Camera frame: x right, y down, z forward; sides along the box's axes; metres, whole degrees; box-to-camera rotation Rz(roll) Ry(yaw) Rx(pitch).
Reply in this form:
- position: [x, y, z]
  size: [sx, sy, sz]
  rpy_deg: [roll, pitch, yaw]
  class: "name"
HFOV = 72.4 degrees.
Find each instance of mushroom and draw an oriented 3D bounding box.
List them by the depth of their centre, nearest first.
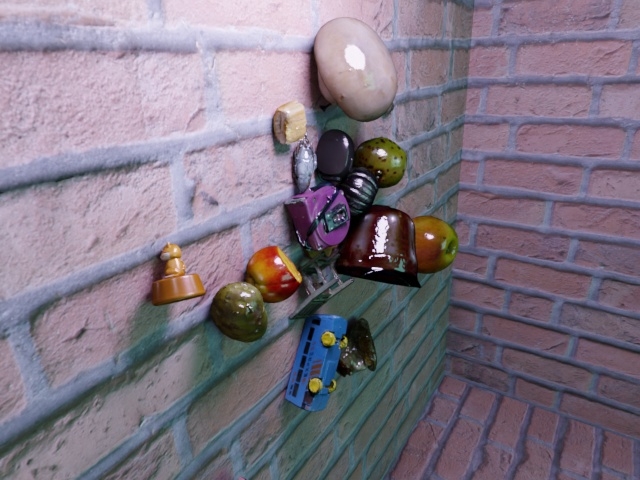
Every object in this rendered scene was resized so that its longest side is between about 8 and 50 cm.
- position: [0.097, -0.579, 1.530]
  size: [0.362, 0.294, 0.363]
  rpy_deg: [33, 46, -42]
  class: "mushroom"

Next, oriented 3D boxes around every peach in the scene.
- position: [-0.143, 0.109, 1.414]
  size: [0.192, 0.190, 0.190]
  rpy_deg: [-21, 119, -33]
  class: "peach"

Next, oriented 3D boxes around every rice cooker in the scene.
- position: [0.057, -0.311, 1.637]
  size: [0.118, 0.142, 0.203]
  rpy_deg: [-26, 126, -66]
  class: "rice cooker"

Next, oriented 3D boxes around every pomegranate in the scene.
- position: [0.245, -0.345, 1.901]
  size: [0.286, 0.230, 0.231]
  rpy_deg: [-117, -157, -66]
  class: "pomegranate"

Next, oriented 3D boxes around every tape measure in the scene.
- position: [-0.001, -0.082, 1.592]
  size: [0.245, 0.149, 0.232]
  rpy_deg: [-41, 120, -40]
  class: "tape measure"

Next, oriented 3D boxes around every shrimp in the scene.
- position: [-0.053, -0.286, 1.534]
  size: [0.090, 0.079, 0.233]
  rpy_deg: [2, 95, -20]
  class: "shrimp"

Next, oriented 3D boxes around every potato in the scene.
- position: [-0.245, 0.230, 1.326]
  size: [0.141, 0.176, 0.298]
  rpy_deg: [-46, 160, -32]
  class: "potato"

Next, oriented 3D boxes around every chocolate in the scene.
- position: [0.262, 0.015, 1.870]
  size: [0.383, 0.383, 0.332]
  rpy_deg: [16, 85, -58]
  class: "chocolate"

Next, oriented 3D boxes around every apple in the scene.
- position: [0.612, 0.026, 2.486]
  size: [0.339, 0.339, 0.340]
  rpy_deg: [-26, 122, -52]
  class: "apple"

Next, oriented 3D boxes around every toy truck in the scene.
- position: [-0.010, 0.486, 1.778]
  size: [0.161, 0.162, 0.385]
  rpy_deg: [29, 74, -57]
  class: "toy truck"

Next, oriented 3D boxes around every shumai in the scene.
- position: [0.157, 0.512, 2.113]
  size: [0.272, 0.203, 0.222]
  rpy_deg: [-95, 177, -56]
  class: "shumai"

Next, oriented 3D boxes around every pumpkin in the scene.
- position: [0.137, -0.190, 1.747]
  size: [0.221, 0.161, 0.220]
  rpy_deg: [-61, -170, 18]
  class: "pumpkin"

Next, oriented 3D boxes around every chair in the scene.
- position: [-0.024, 0.174, 1.706]
  size: [0.270, 0.147, 0.136]
  rpy_deg: [-40, 155, 24]
  class: "chair"

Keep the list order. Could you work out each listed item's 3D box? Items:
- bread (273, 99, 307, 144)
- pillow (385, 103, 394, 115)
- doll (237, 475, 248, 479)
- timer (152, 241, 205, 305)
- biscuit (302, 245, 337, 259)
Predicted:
- position: [-0.103, -0.383, 1.416]
  size: [0.106, 0.082, 0.125]
  rpy_deg: [-29, 135, -39]
  class: "bread"
- position: [0.280, -0.629, 1.967]
  size: [0.241, 0.051, 0.093]
  rpy_deg: [26, 78, -60]
  class: "pillow"
- position: [-0.302, 0.923, 1.414]
  size: [0.268, 0.216, 0.284]
  rpy_deg: [-45, 138, -33]
  class: "doll"
- position: [-0.376, 0.080, 1.125]
  size: [0.132, 0.132, 0.152]
  rpy_deg: [-4, 79, -57]
  class: "timer"
- position: [0.000, 0.000, 1.749]
  size: [0.225, 0.036, 0.166]
  rpy_deg: [-35, 125, -45]
  class: "biscuit"
